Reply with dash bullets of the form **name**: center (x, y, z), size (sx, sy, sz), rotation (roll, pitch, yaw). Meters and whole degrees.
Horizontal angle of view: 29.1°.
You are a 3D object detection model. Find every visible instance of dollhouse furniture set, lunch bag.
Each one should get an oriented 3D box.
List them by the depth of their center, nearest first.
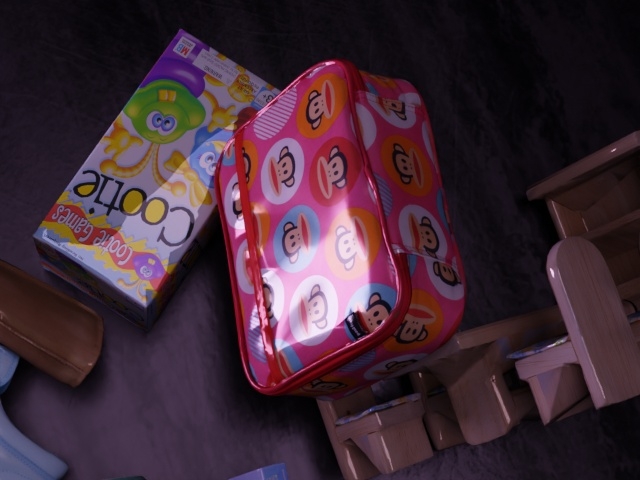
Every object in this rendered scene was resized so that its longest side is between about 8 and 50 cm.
- **lunch bag**: center (0.000, 0.000, 1.181), size (0.120, 0.258, 0.293), rotation (12, 56, -40)
- **dollhouse furniture set**: center (0.228, 0.048, 1.265), size (0.394, 0.362, 0.257), rotation (-11, 77, -39)

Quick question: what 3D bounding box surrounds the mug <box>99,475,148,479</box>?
- **mug**: center (-0.223, 0.295, 1.245), size (0.157, 0.129, 0.097), rotation (-7, 76, -10)

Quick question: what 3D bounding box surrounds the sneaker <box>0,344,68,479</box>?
- **sneaker**: center (-0.397, 0.133, 1.273), size (0.150, 0.135, 0.366), rotation (-35, 91, -22)

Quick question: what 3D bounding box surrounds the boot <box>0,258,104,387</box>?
- **boot**: center (-0.361, 0.030, 1.302), size (0.269, 0.236, 0.089), rotation (31, 109, -20)

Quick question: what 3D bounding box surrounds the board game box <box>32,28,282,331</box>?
- **board game box**: center (-0.170, -0.062, 1.336), size (0.144, 0.142, 0.275), rotation (32, 74, 1)

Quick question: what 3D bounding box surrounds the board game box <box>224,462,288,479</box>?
- **board game box**: center (-0.070, 0.346, 1.243), size (0.039, 0.160, 0.212), rotation (-3, 72, -44)
